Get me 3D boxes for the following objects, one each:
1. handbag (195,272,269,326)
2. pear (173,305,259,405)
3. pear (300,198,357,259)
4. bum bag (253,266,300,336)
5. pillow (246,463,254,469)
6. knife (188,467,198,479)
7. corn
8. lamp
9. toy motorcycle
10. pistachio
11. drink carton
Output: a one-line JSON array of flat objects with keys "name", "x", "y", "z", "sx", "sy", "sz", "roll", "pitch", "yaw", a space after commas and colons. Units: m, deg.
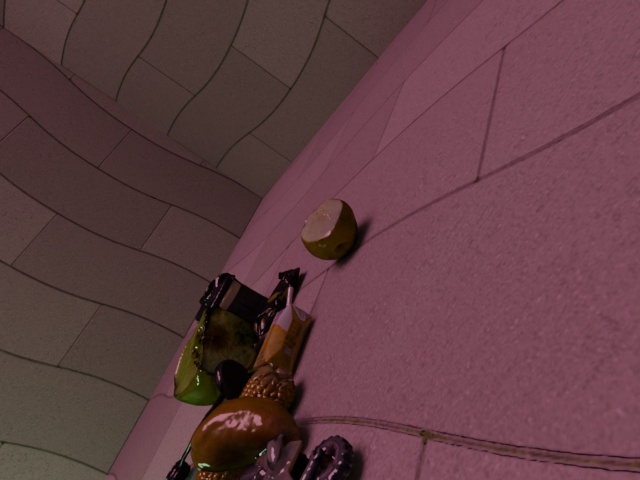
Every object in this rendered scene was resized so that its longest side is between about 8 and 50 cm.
[{"name": "handbag", "x": -0.285, "y": 0.217, "z": 1.530, "sx": 0.181, "sy": 0.181, "sz": 0.254, "roll": -62, "pitch": 13, "yaw": -24}, {"name": "pear", "x": -0.285, "y": 0.345, "z": 1.303, "sx": 0.255, "sy": 0.163, "sz": 0.238, "roll": -57, "pitch": 22, "yaw": 25}, {"name": "pear", "x": 0.030, "y": -0.017, "z": 1.131, "sx": 0.141, "sy": 0.104, "sz": 0.141, "roll": -27, "pitch": 42, "yaw": 28}, {"name": "bum bag", "x": -0.112, "y": 0.158, "z": 1.313, "sx": 0.107, "sy": 0.060, "sz": 0.233, "roll": -56, "pitch": 8, "yaw": 47}, {"name": "pillow", "x": -0.139, "y": 0.441, "z": 0.751, "sx": 0.208, "sy": 0.055, "sz": 0.141, "roll": -57, "pitch": 11, "yaw": -14}, {"name": "knife", "x": -0.296, "y": 0.573, "z": 1.074, "sx": 0.261, "sy": 0.034, "sz": 0.063, "roll": -63, "pitch": 10, "yaw": -14}, {"name": "corn", "x": -0.135, "y": 0.343, "z": 0.895, "sx": 0.091, "sy": 0.091, "sz": 0.260, "roll": 34, "pitch": 91, "yaw": 36}, {"name": "lamp", "x": -0.254, "y": 0.450, "z": 1.134, "sx": 0.371, "sy": 0.108, "sz": 0.130, "roll": -63, "pitch": -18, "yaw": 10}, {"name": "toy motorcycle", "x": -0.054, "y": 0.324, "z": 0.627, "sx": 0.229, "sy": 0.094, "sz": 0.130, "roll": -34, "pitch": 22, "yaw": 34}, {"name": "pistachio", "x": -0.119, "y": 0.307, "z": 0.799, "sx": 0.189, "sy": 0.110, "sz": 0.100, "roll": -19, "pitch": -8, "yaw": 16}, {"name": "drink carton", "x": -0.070, "y": 0.192, "z": 1.051, "sx": 0.084, "sy": 0.074, "sz": 0.200, "roll": -41, "pitch": 20, "yaw": 48}]
